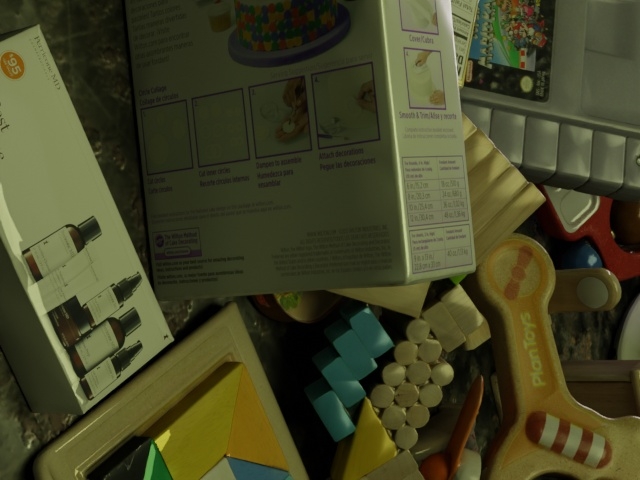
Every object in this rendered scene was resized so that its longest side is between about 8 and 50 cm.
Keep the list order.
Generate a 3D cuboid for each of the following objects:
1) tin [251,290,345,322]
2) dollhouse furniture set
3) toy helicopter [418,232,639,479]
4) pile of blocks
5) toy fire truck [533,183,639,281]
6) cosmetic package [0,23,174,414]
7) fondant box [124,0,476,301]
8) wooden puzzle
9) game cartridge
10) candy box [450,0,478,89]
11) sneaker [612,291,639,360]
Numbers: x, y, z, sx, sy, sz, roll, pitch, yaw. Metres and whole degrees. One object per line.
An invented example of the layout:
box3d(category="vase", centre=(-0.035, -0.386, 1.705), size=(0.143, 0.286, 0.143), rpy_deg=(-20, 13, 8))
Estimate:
box3d(category="tin", centre=(0.000, 0.000, 1.053), size=(0.190, 0.040, 0.106), rpy_deg=(-38, 111, -47))
box3d(category="dollhouse furniture set", centre=(0.177, 0.207, 1.141), size=(0.355, 0.174, 0.303), rpy_deg=(-25, 105, -50))
box3d(category="toy helicopter", centre=(0.179, 0.166, 1.082), size=(0.235, 0.140, 0.355), rpy_deg=(-6, 73, -12))
box3d(category="pile of blocks", centre=(0.056, 0.065, 1.034), size=(0.149, 0.112, 0.362), rpy_deg=(20, 94, -13))
box3d(category="toy fire truck", centre=(0.344, -0.085, 1.421), size=(0.254, 0.169, 0.302), rpy_deg=(-39, 118, -19))
box3d(category="cosmetic package", centre=(-0.187, -0.012, 0.800), size=(0.099, 0.060, 0.239), rpy_deg=(-42, 118, -46))
box3d(category="fondant box", centre=(-0.024, -0.128, 0.874), size=(0.096, 0.238, 0.330), rpy_deg=(-8, 92, -51))
box3d(category="wooden puzzle", centre=(-0.088, 0.194, 0.913), size=(0.239, 0.044, 0.221), rpy_deg=(-42, 117, -46))
box3d(category="game cartridge", centre=(0.250, -0.231, 1.280), size=(0.230, 0.068, 0.355), rpy_deg=(11, 74, -15))
box3d(category="candy box", centre=(0.067, -0.248, 1.036), size=(0.088, 0.183, 0.316), rpy_deg=(20, 67, -20))
box3d(category="sneaker", centre=(0.564, 0.044, 1.576), size=(0.169, 0.257, 0.447), rpy_deg=(54, 48, -33))
